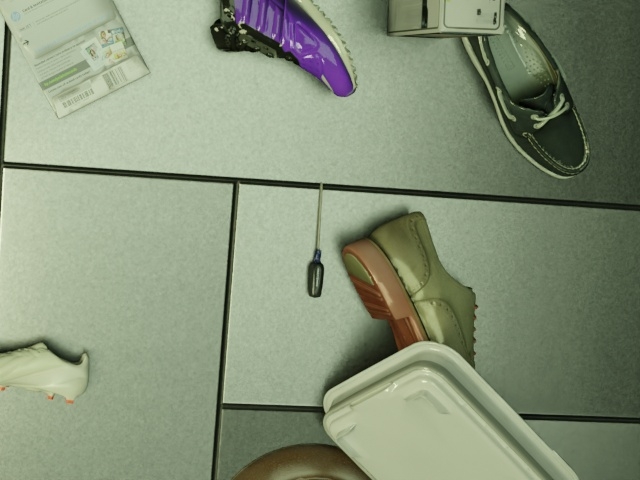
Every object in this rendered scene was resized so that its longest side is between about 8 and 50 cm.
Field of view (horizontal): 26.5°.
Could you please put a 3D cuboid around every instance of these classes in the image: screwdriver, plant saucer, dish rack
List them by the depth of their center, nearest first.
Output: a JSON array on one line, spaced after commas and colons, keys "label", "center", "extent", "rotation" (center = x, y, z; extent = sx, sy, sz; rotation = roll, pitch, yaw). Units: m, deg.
[{"label": "dish rack", "center": [0.173, 0.314, 1.944], "extent": [0.333, 0.285, 0.072], "rotation": [46, 44, -11]}, {"label": "screwdriver", "center": [0.000, 0.000, 1.986], "extent": [0.025, 0.024, 0.170], "rotation": [9, 95, 18]}, {"label": "plant saucer", "center": [-0.017, 0.461, 2.033], "extent": [0.310, 0.050, 0.311], "rotation": [-2, 99, -11]}]

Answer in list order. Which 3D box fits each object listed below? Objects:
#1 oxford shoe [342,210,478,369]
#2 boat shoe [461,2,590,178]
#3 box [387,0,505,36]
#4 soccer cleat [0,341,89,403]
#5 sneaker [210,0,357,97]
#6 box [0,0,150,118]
[{"label": "oxford shoe", "center": [0.189, 0.143, 1.985], "extent": [0.146, 0.140, 0.397], "rotation": [-34, 107, -16]}, {"label": "boat shoe", "center": [0.305, -0.215, 1.977], "extent": [0.114, 0.091, 0.302], "rotation": [-40, 103, -3]}, {"label": "box", "center": [0.167, -0.359, 1.830], "extent": [0.087, 0.290, 0.169], "rotation": [1, 98, -11]}, {"label": "soccer cleat", "center": [-0.422, 0.176, 1.911], "extent": [0.196, 0.068, 0.076], "rotation": [13, 90, -19]}, {"label": "sneaker", "center": [-0.075, -0.297, 1.897], "extent": [0.146, 0.102, 0.293], "rotation": [-39, 98, 1]}, {"label": "box", "center": [-0.341, -0.282, 1.873], "extent": [0.145, 0.038, 0.186], "rotation": [-29, 103, -6]}]
